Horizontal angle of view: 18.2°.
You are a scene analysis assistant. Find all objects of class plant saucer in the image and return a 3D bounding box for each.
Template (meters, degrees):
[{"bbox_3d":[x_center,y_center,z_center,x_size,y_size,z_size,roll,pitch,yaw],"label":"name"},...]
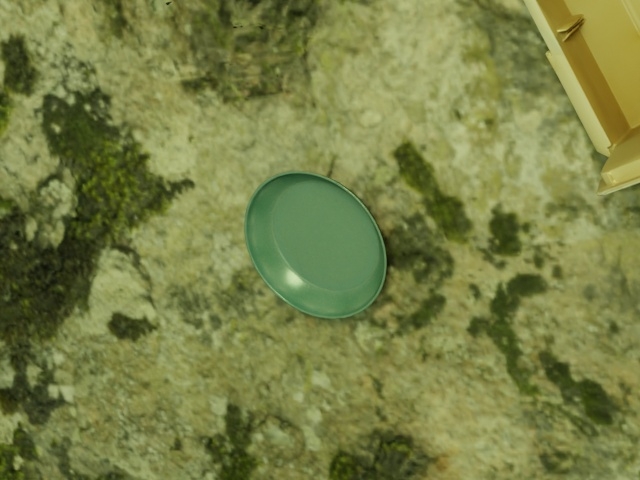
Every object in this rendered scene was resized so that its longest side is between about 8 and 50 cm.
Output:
[{"bbox_3d":[0.000,0.000,1.469,0.119,0.021,0.119,15,122,26],"label":"plant saucer"}]

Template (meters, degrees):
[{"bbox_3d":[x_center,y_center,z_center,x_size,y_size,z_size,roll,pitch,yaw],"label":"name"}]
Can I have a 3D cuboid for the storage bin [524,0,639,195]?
[{"bbox_3d":[0.213,-0.194,1.169,0.260,0.123,0.262,-22,102,37],"label":"storage bin"}]
